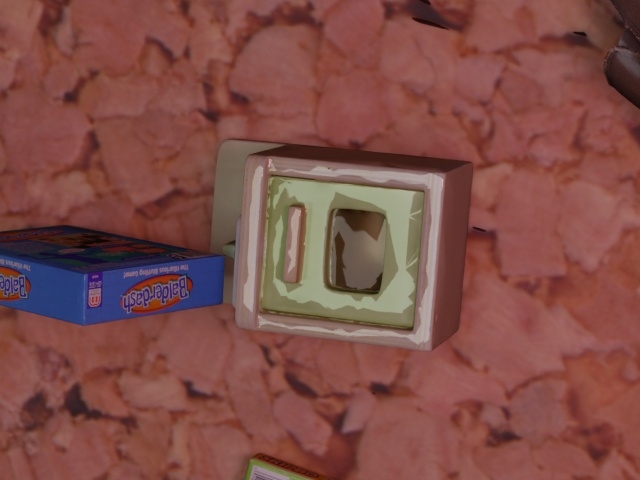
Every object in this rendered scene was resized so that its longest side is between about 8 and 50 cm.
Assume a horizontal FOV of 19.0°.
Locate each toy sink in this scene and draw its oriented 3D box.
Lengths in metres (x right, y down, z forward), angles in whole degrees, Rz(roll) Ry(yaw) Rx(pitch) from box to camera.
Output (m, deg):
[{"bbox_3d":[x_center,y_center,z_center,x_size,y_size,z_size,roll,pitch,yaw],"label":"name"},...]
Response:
[{"bbox_3d":[0.000,0.000,1.637,0.234,0.131,0.153,7,99,16],"label":"toy sink"}]

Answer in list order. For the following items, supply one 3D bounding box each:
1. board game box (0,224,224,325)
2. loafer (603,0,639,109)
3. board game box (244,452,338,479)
[{"bbox_3d":[-0.212,0.027,1.649,0.210,0.160,0.047,11,102,42],"label":"board game box"},{"bbox_3d":[0.302,-0.145,1.546,0.130,0.134,0.366,-27,84,28],"label":"loafer"},{"bbox_3d":[-0.036,0.335,1.742,0.124,0.039,0.259,18,99,14],"label":"board game box"}]
